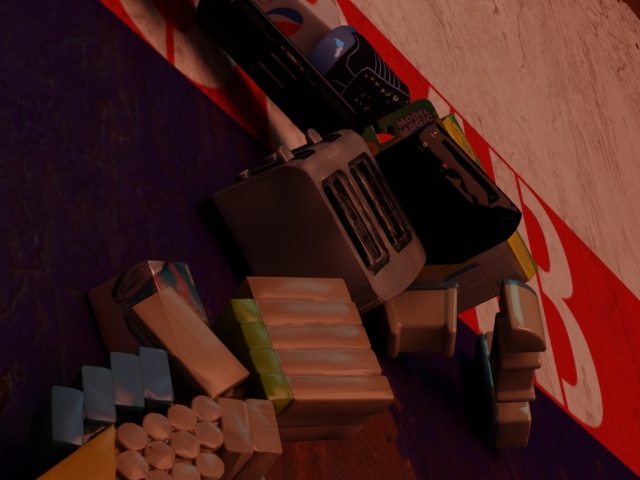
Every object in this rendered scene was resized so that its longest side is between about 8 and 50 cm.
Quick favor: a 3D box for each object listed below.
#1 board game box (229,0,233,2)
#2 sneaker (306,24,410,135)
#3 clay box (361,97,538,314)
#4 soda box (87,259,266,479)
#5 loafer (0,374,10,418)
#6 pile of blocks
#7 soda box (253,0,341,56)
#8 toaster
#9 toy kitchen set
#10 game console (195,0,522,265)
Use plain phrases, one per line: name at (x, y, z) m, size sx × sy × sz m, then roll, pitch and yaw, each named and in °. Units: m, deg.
board game box at (-0.116, -0.332, 1.556) m, size 0.210 × 0.047 × 0.160 m, roll 47°, pitch 27°, yaw -9°
sneaker at (0.047, -0.161, 1.765) m, size 0.090 × 0.081 × 0.232 m, roll 44°, pitch 9°, yaw 13°
clay box at (0.121, -0.034, 1.777) m, size 0.222 × 0.127 × 0.053 m, roll 62°, pitch 24°, yaw -3°
soda box at (-0.106, 0.109, 1.237) m, size 0.058 × 0.063 × 0.183 m, roll 6°, pitch 60°, yaw -63°
loafer at (-0.215, 0.101, 0.998) m, size 0.078 × 0.080 × 0.220 m, roll 37°, pitch 34°, yaw -44°
pile of blocks at (-0.108, 0.132, 1.112) m, size 0.149 × 0.112 × 0.362 m, roll 49°, pitch 42°, yaw 14°
soda box at (-0.065, -0.265, 1.715) m, size 0.216 × 0.069 × 0.074 m, roll 34°, pitch 36°, yaw -47°
toaster at (0.000, 0.000, 1.514) m, size 0.185 × 0.110 × 0.168 m, roll 61°, pitch 24°, yaw -3°
toy kitchen set at (0.137, 0.110, 1.742) m, size 0.207 × 0.166 × 0.122 m, roll 92°, pitch -4°, yaw -48°
game console at (0.022, -0.113, 1.613) m, size 0.361 × 0.213 × 0.044 m, roll 46°, pitch 65°, yaw -9°
